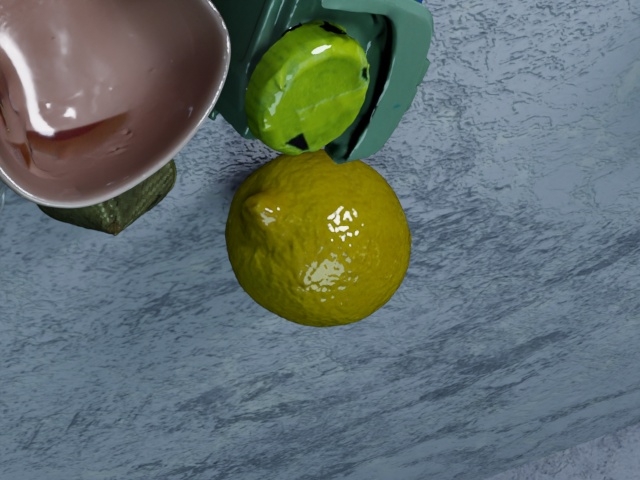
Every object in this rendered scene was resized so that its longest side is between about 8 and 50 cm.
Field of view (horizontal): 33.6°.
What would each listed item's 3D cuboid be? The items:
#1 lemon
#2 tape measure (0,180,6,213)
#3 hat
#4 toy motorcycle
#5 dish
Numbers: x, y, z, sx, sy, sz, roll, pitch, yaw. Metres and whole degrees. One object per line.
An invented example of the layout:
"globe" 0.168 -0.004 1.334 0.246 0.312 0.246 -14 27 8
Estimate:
"lemon" 0.000 0.000 1.094 0.187 0.187 0.244 -30 153 20
"tape measure" -0.405 -0.022 0.912 0.236 0.120 0.197 3 155 -37
"hat" -0.208 -0.032 1.044 0.146 0.067 0.146 -13 149 -8
"toy motorcycle" 0.021 -0.232 0.760 0.200 0.191 0.326 -2 129 -43
"dish" -0.176 -0.130 0.697 0.213 0.213 0.090 -1 -176 -26
